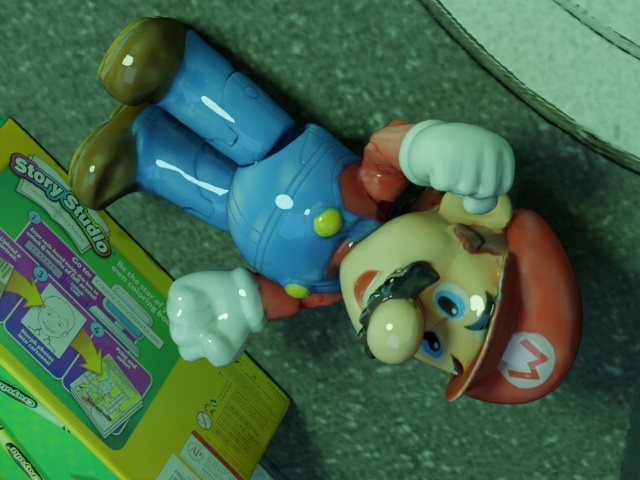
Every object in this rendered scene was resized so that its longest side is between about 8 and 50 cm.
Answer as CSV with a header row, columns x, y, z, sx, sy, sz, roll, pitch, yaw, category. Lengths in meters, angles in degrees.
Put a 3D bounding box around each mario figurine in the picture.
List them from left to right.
x,y,z,sx,sy,sz,roll,pitch,yaw,category
0.000,0.000,1.119,0.320,0.170,0.198,29,164,10,mario figurine

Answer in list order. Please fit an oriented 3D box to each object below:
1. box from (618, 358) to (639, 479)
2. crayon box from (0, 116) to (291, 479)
x,y,z,sx,sy,sz,roll,pitch,yaw,category
0.392,0.086,0.822,0.297,0.472,0.480,43,129,-19,box
-0.160,0.075,1.244,0.278,0.165,0.081,46,127,-12,crayon box
